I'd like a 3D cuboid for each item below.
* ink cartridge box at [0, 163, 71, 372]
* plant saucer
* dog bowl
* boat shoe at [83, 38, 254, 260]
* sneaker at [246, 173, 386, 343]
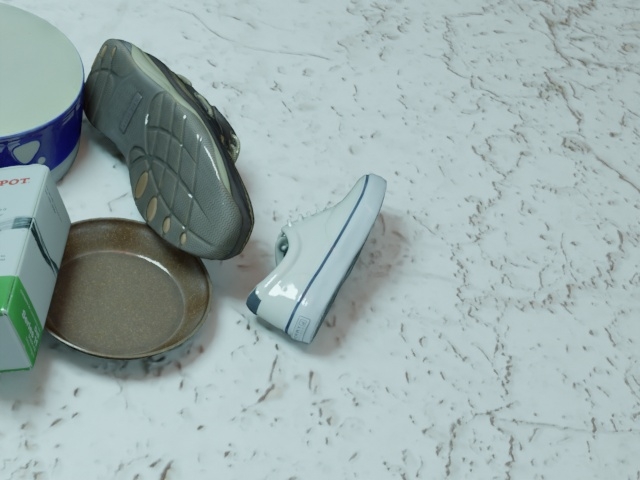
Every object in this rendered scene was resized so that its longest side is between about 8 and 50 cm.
[{"bbox_3d":[-0.344,0.028,1.211,0.153,0.087,0.208,-5,43,9],"label":"ink cartridge box"},{"bbox_3d":[-0.214,0.056,1.292,0.199,0.036,0.198,9,43,-9],"label":"plant saucer"},{"bbox_3d":[-0.405,-0.162,1.407,0.265,0.104,0.265,9,43,-9],"label":"dog bowl"},{"bbox_3d":[-0.150,-0.111,1.404,0.130,0.132,0.355,9,35,-41],"label":"boat shoe"},{"bbox_3d":[0.000,0.000,1.375,0.091,0.094,0.258,27,44,4],"label":"sneaker"}]
